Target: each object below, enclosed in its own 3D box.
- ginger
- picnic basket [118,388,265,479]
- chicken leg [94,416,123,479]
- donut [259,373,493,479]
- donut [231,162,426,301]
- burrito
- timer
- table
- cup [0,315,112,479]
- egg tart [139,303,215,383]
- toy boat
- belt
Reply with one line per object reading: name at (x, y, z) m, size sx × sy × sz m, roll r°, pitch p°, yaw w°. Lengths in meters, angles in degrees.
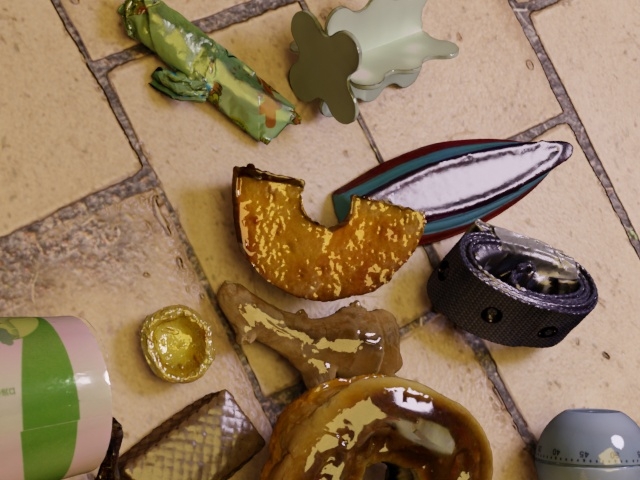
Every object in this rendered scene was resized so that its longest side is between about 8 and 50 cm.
ginger at (0.015, 0.141, 1.921) m, size 0.334 × 0.081 × 0.147 m, roll 23°, pitch 84°, yaw -18°
picnic basket at (-0.163, 0.271, 1.814) m, size 0.193 × 0.055 × 0.110 m, roll -36°, pitch 94°, yaw -26°
chicken leg at (-0.243, 0.325, 1.730) m, size 0.051 × 0.106 × 0.253 m, roll -17°, pitch 101°, yaw -34°
donut at (0.051, 0.314, 1.829) m, size 0.330 × 0.160 × 0.330 m, roll -8°, pitch 104°, yaw -32°
donut at (-0.006, 0.003, 1.902) m, size 0.259 × 0.101 × 0.152 m, roll 15°, pitch 87°, yaw 0°
burrito at (-0.157, -0.218, 1.940) m, size 0.288 × 0.054 × 0.104 m, roll 39°, pitch 66°, yaw -14°
timer at (0.381, 0.349, 2.017) m, size 0.175 × 0.175 × 0.255 m, roll -19°, pitch 114°, yaw -28°
table at (0.076, -0.264, 2.008) m, size 0.198 × 0.166 × 0.166 m, roll -25°, pitch 89°, yaw -35°
cup at (-0.392, 0.192, 1.629) m, size 0.274 × 0.253 × 0.253 m, roll -4°, pitch 79°, yaw -33°
egg tart at (-0.184, 0.133, 1.845) m, size 0.105 × 0.039 × 0.105 m, roll 6°, pitch 75°, yaw -24°
toy boat at (0.202, -0.082, 2.067) m, size 0.392 × 0.079 × 0.136 m, roll -18°, pitch 87°, yaw -25°
belt at (0.263, 0.074, 2.027) m, size 0.231 × 0.126 × 0.139 m, roll 14°, pitch 44°, yaw -22°
